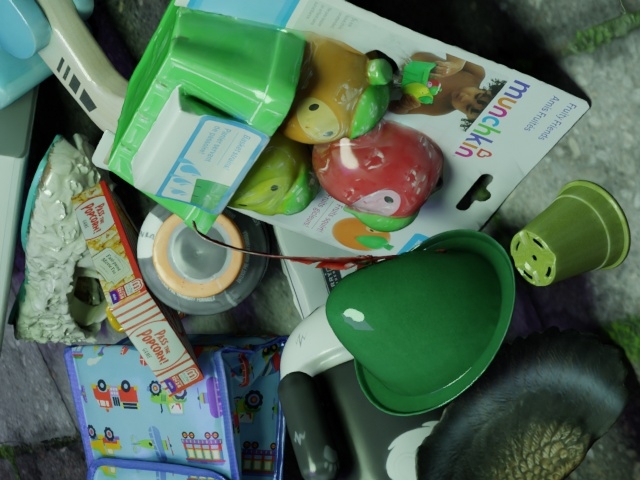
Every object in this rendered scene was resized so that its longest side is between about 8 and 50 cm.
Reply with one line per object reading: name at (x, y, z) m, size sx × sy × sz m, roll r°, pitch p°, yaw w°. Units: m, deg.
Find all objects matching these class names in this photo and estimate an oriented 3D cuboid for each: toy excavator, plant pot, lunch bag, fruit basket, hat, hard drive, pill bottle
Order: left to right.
hard drive at (-0.384, -0.026, 2.172) m, size 0.233 × 0.047 × 0.353 m, roll -94°, pitch 15°, yaw -52°
toy excavator at (-0.303, -0.229, 1.981) m, size 0.445 × 0.222 × 0.433 m, roll 53°, pitch 146°, yaw -10°
lunch bag at (-0.151, 0.255, 2.003) m, size 0.221 × 0.138 × 0.293 m, roll -2°, pitch 93°, yaw 33°
pill bottle at (-0.116, 0.008, 1.822) m, size 0.130 × 0.130 × 0.245 m, roll 64°, pitch -179°, yaw -1°
fruit basket at (0.004, -0.085, 1.585) m, size 0.353 × 0.165 × 0.327 m, roll 25°, pitch 144°, yaw -11°
hat at (0.030, 0.041, 1.531) m, size 0.208 × 0.183 × 0.173 m, roll -32°, pitch 45°, yaw 30°
plant pot at (0.206, 0.001, 1.539) m, size 0.083 × 0.079 × 0.083 m, roll 30°, pitch 133°, yaw 38°

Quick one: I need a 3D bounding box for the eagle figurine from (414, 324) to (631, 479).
eagle figurine at (0.167, 0.244, 1.538) m, size 0.225 × 0.298 × 0.226 m, roll 40°, pitch 125°, yaw -5°

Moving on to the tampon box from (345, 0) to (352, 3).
tampon box at (-0.053, -0.224, 1.691) m, size 0.101 × 0.120 × 0.161 m, roll 56°, pitch 145°, yaw 12°

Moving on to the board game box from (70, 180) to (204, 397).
board game box at (-0.193, 0.050, 1.888) m, size 0.146 × 0.045 × 0.193 m, roll 62°, pitch -179°, yaw -43°

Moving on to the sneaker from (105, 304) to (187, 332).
sneaker at (-0.171, 0.058, 2.056) m, size 0.088 × 0.093 × 0.225 m, roll 60°, pitch 144°, yaw 6°

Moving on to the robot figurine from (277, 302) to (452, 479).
robot figurine at (0.062, 0.184, 1.697) m, size 0.209 × 0.174 × 0.278 m, roll 81°, pitch 171°, yaw -70°

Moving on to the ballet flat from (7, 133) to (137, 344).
ballet flat at (-0.282, 0.009, 2.139) m, size 0.147 × 0.147 × 0.409 m, roll 53°, pitch 153°, yaw 15°

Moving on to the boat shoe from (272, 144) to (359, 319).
boat shoe at (0.000, 0.000, 1.802) m, size 0.088 × 0.096 × 0.267 m, roll -138°, pitch 28°, yaw -64°
